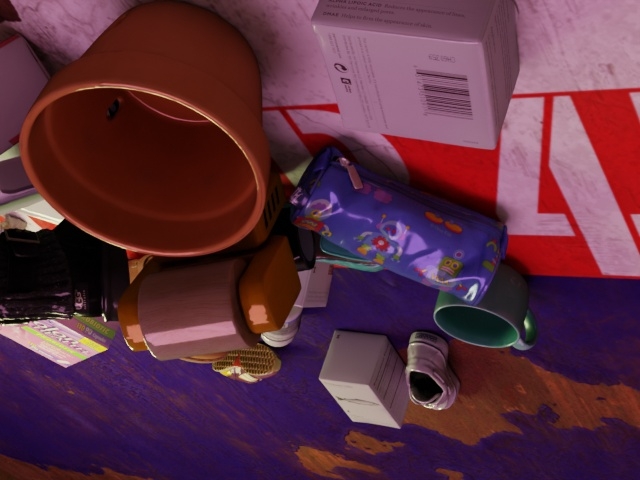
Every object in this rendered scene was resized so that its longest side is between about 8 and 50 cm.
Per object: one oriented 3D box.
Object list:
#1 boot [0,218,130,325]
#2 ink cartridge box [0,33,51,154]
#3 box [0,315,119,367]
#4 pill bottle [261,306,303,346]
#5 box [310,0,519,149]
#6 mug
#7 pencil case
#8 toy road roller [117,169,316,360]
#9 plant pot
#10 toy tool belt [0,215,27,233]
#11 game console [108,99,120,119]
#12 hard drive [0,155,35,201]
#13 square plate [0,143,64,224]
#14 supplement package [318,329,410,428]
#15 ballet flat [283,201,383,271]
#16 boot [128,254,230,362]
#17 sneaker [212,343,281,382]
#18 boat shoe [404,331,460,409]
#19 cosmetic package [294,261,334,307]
[{"bbox_3d":[-0.411,0.020,1.607,0.260,0.131,0.348,-4,-161,-13],"label":"boot"},{"bbox_3d":[-0.534,-0.143,1.569,0.306,0.226,0.131,-19,111,43],"label":"ink cartridge box"},{"bbox_3d":[-0.535,0.140,2.263,0.213,0.117,0.243,32,150,-22],"label":"box"},{"bbox_3d":[-0.071,0.131,1.972,0.078,0.078,0.137,18,153,4],"label":"pill bottle"},{"bbox_3d":[0.106,-0.204,1.191,0.181,0.119,0.181,10,151,20],"label":"box"},{"bbox_3d":[0.244,0.091,1.662,0.129,0.097,0.158,3,150,29],"label":"mug"},{"bbox_3d":[0.106,-0.024,1.524,0.306,0.119,0.133,24,142,-7],"label":"pencil case"},{"bbox_3d":[-0.149,-0.014,1.516,0.202,0.329,0.241,-10,113,16],"label":"toy road roller"},{"bbox_3d":[-0.188,-0.148,1.361,0.290,0.204,0.291,8,141,6],"label":"plant pot"},{"bbox_3d":[-0.572,-0.007,2.089,0.052,0.051,0.083,23,153,-4],"label":"toy tool belt"},{"bbox_3d":[-0.267,-0.182,1.530,0.122,0.071,0.107,-3,110,39],"label":"game console"},{"bbox_3d":[-0.428,-0.076,1.599,0.353,0.233,0.047,-16,95,49],"label":"hard drive"},{"bbox_3d":[-0.429,-0.104,1.818,0.344,0.049,0.347,17,152,6],"label":"square plate"},{"bbox_3d":[0.087,0.253,2.058,0.105,0.105,0.179,5,149,29],"label":"supplement package"},{"bbox_3d":[0.000,0.000,1.688,0.247,0.083,0.087,13,170,18],"label":"ballet flat"},{"bbox_3d":[-0.236,0.116,2.056,0.283,0.109,0.220,39,144,-19],"label":"boot"},{"bbox_3d":[-0.128,0.247,2.249,0.185,0.070,0.084,0,156,46],"label":"sneaker"},{"bbox_3d":[0.188,0.254,2.013,0.095,0.084,0.258,8,150,22],"label":"boat shoe"},{"bbox_3d":[-0.107,0.047,1.795,0.231,0.086,0.117,12,-179,20],"label":"cosmetic package"}]
